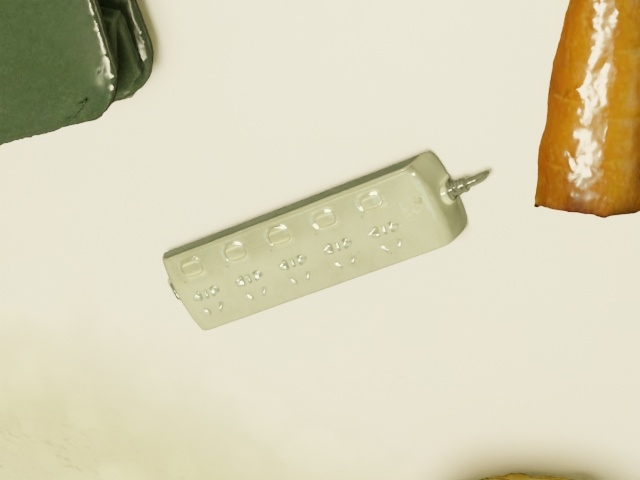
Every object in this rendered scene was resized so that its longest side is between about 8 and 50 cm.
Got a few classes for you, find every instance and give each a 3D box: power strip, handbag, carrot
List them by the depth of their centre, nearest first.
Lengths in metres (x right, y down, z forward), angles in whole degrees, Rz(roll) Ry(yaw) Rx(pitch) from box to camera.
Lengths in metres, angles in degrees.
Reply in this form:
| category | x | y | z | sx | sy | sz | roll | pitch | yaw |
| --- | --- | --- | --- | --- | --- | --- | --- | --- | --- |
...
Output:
| category | x | y | z | sx | sy | sz | roll | pitch | yaw |
| --- | --- | --- | --- | --- | --- | --- | --- | --- | --- |
| carrot | 0.167 | -0.112 | 1.103 | 0.072 | 0.072 | 0.205 | 6 | 115 | 15 |
| handbag | -0.253 | -0.186 | 1.197 | 0.247 | 0.079 | 0.260 | -9 | 108 | 26 |
| power strip | 0.000 | 0.000 | 1.234 | 0.252 | 0.027 | 0.060 | -21 | 107 | 26 |

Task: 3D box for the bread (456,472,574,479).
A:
| category | x | y | z | sx | sy | sz | roll | pitch | yaw |
| --- | --- | --- | --- | --- | --- | --- | --- | --- | --- |
| bread | 0.138 | 0.256 | 1.255 | 0.244 | 0.134 | 0.244 | 8 | 120 | 14 |
